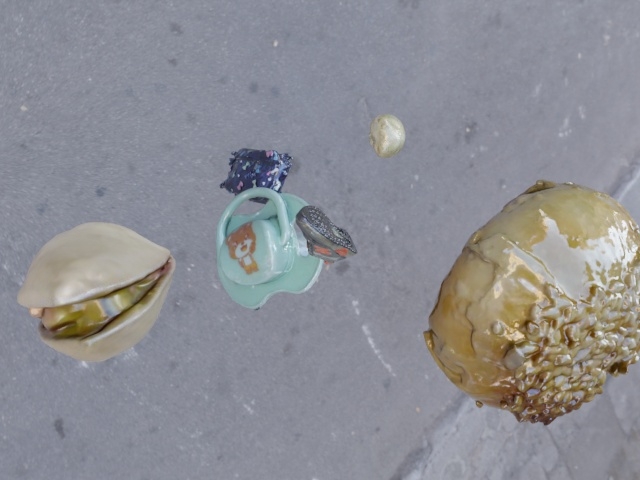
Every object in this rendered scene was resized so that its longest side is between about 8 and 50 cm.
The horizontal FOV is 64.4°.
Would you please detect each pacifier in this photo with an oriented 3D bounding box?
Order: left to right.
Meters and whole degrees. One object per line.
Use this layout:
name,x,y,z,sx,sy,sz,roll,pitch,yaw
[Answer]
pacifier,-0.106,0.013,1.268,0.269,0.343,0.288,-1,75,-58

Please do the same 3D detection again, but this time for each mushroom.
mushroom,0.212,-0.335,1.633,0.148,0.112,0.148,32,51,-52

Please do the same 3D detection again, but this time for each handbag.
handbag,-0.185,-0.191,1.482,0.113,0.260,0.162,20,87,-41

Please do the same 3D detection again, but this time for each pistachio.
pistachio,-0.317,0.072,0.747,0.214,0.318,0.193,-23,106,-14

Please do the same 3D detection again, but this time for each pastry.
pastry,0.274,0.081,0.593,0.315,0.184,0.284,11,110,-49

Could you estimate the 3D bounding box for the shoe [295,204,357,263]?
shoe,-0.001,0.000,0.992,0.077,0.074,0.194,-32,148,18
